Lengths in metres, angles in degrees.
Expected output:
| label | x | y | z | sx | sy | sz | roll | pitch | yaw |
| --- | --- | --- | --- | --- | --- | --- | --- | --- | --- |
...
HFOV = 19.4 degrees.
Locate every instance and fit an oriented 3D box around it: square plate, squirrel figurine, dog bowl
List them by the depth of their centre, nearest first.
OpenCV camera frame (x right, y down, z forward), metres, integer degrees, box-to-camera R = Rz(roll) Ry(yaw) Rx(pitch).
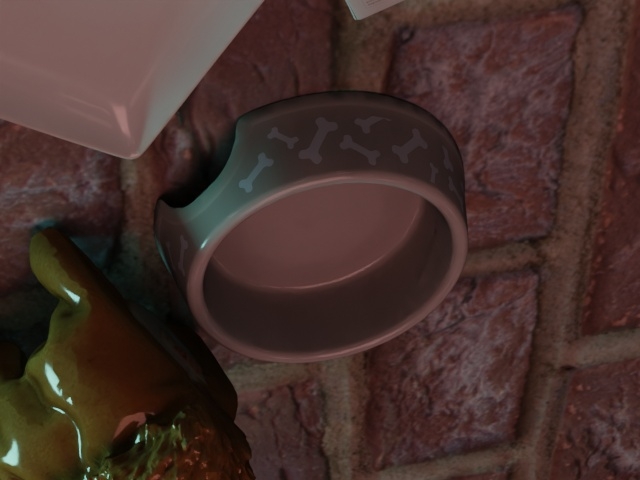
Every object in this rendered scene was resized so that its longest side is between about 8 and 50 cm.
| label | x | y | z | sx | sy | sz | roll | pitch | yaw |
| --- | --- | --- | --- | --- | --- | --- | --- | --- | --- |
| square plate | -0.228 | -0.241 | 1.695 | 0.347 | 0.049 | 0.344 | 18 | 129 | -34 |
| squirrel figurine | -0.266 | 0.264 | 1.976 | 0.370 | 0.397 | 0.281 | -43 | 142 | 5 |
| dog bowl | 0.000 | 0.000 | 2.008 | 0.348 | 0.102 | 0.349 | -10 | 140 | -8 |

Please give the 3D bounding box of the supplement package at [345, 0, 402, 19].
| label | x | y | z | sx | sy | sz | roll | pitch | yaw |
| --- | --- | --- | --- | --- | --- | --- | --- | --- | --- |
| supplement package | 0.052 | -0.364 | 1.529 | 0.199 | 0.198 | 0.263 | -23 | 140 | 9 |
